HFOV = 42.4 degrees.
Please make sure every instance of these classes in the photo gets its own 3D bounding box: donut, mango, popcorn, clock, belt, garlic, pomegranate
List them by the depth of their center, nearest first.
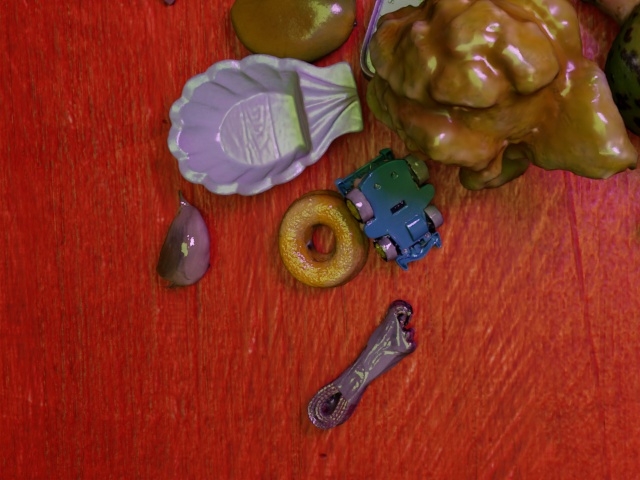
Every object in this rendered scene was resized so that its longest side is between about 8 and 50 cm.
[{"bbox_3d":[0.210,-0.185,1.056,0.289,0.326,0.321,-11,58,0],"label":"popcorn"},{"bbox_3d":[0.446,-0.241,1.058,0.286,0.231,0.231,31,102,38],"label":"pomegranate"},{"bbox_3d":[0.122,-0.294,1.189,0.110,0.050,0.153,19,98,10],"label":"clock"},{"bbox_3d":[-0.036,-0.318,1.210,0.191,0.085,0.122,-12,99,23],"label":"mango"},{"bbox_3d":[0.000,0.000,1.238,0.151,0.058,0.152,1,97,12],"label":"donut"},{"bbox_3d":[0.069,0.192,1.239,0.071,0.053,0.232,41,102,15],"label":"belt"},{"bbox_3d":[-0.209,0.007,1.278,0.084,0.066,0.152,18,100,13],"label":"garlic"}]

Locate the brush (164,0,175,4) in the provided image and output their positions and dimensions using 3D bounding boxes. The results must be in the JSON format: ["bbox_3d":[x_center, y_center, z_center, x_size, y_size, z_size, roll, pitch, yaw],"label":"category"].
[{"bbox_3d":[-0.155,-0.483,1.233,0.084,0.071,0.301,41,107,3],"label":"brush"}]

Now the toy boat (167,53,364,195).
[{"bbox_3d":[-0.078,-0.173,1.219,0.290,0.100,0.200,-12,92,14],"label":"toy boat"}]

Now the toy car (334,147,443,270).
[{"bbox_3d":[0.105,-0.048,1.206,0.126,0.098,0.161,-35,117,-9],"label":"toy car"}]
